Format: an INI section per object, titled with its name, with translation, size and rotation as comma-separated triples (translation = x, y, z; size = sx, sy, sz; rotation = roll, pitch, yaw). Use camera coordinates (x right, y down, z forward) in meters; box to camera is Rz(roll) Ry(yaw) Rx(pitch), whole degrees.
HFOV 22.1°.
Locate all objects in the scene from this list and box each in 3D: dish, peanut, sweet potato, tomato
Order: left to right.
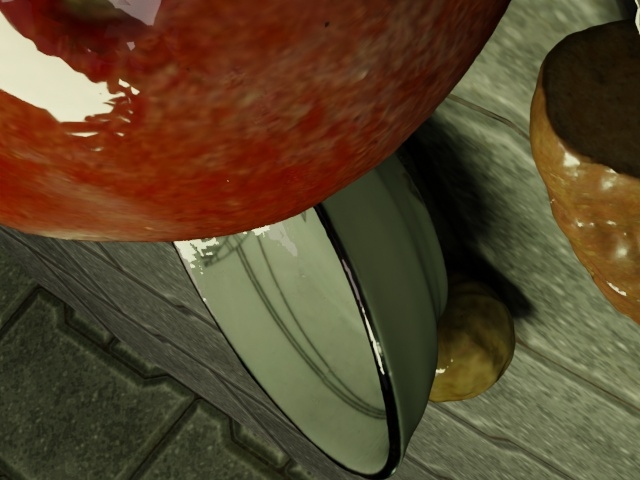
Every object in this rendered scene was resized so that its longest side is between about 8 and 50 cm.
[tomato]
translation = -0.095, -0.094, 0.523
size = 0.338, 0.144, 0.338
rotation = 20, 159, 8
[dish]
translation = 0.000, 0.000, 1.082
size = 0.316, 0.106, 0.316
rotation = 50, 157, 31
[peanut]
translation = 0.072, 0.060, 1.222
size = 0.108, 0.095, 0.226
rotation = 58, 167, -11
[sweet potato]
translation = 0.161, -0.008, 0.747
size = 0.097, 0.097, 0.252
rotation = 29, 168, 37

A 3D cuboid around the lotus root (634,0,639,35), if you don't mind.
[lotus root]
translation = 0.162, -0.096, 0.446
size = 0.167, 0.078, 0.329
rotation = 9, 136, 39
